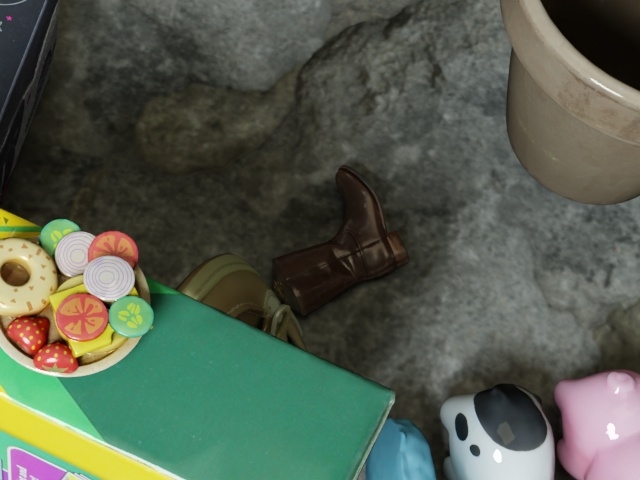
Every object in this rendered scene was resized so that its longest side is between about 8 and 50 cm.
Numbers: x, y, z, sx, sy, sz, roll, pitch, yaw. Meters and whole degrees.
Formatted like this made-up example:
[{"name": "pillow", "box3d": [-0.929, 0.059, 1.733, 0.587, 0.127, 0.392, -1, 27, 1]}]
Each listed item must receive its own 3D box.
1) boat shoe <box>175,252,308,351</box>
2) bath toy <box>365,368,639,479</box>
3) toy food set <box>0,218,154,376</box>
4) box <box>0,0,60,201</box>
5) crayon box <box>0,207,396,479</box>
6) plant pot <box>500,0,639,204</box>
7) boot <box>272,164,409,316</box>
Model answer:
[{"name": "boat shoe", "box3d": [-0.046, 0.086, 0.947, 0.089, 0.285, 0.105, 39, 86, 17]}, {"name": "bath toy", "box3d": [0.214, 0.165, 1.044, 0.348, 0.129, 0.152, -13, 98, -17]}, {"name": "toy food set", "box3d": [-0.123, 0.027, 0.694, 0.082, 0.020, 0.083, -21, 66, -22]}, {"name": "box", "box3d": [-0.296, -0.101, 1.076, 0.142, 0.163, 0.247, 17, 59, -5]}, {"name": "crayon box", "box3d": [-0.149, 0.132, 0.854, 0.313, 0.363, 0.106, 26, 59, 4]}, {"name": "plant pot", "box3d": [0.255, -0.144, 1.167, 0.263, 0.229, 0.263, 5, 59, -8]}, {"name": "boot", "box3d": [0.000, 0.000, 1.152, 0.114, 0.037, 0.106, -25, 66, -17]}]
